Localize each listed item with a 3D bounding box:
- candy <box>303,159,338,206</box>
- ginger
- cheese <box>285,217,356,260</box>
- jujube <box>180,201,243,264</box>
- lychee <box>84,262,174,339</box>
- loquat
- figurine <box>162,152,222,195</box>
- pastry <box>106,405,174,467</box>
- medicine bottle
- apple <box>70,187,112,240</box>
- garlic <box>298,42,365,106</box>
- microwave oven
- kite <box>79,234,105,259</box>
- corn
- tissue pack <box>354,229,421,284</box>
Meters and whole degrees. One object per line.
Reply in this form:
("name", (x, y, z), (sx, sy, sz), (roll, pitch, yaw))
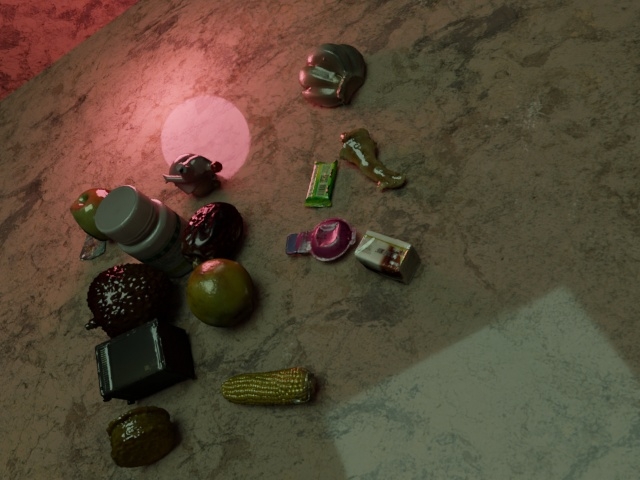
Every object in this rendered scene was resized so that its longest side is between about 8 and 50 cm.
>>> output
("candy", (0.003, -0.194, 1.763), (0.102, 0.032, 0.178), (-3, 63, 30))
("ginger", (0.169, -0.264, 1.694), (0.131, 0.086, 0.294), (-40, 60, -10))
("cheese", (0.000, 0.000, 1.635), (0.244, 0.062, 0.155), (-8, 59, 24))
("jujube", (-0.369, -0.026, 1.764), (0.183, 0.183, 0.243), (3, 44, 29))
("lychee", (-0.632, 0.207, 1.716), (0.304, 0.275, 0.276), (-36, 50, -19))
("loquat", (-0.326, 0.150, 1.624), (0.213, 0.213, 0.246), (-44, 74, -1))
("figurine", (-0.468, -0.241, 1.935), (0.176, 0.186, 0.287), (-51, 17, -19))
("pastry", (-0.516, 0.567, 1.498), (0.189, 0.188, 0.103), (-36, 51, 4))
("medicine bottle", (-0.578, -0.028, 1.774), (0.208, 0.339, 0.208), (-12, 59, 21))
("apple", (-0.866, -0.107, 2.061), (0.174, 0.188, 0.207), (0, 64, 26))
("garlic", (0.042, -0.620, 1.942), (0.292, 0.210, 0.237), (39, 118, 33))
("microwave oven", (-0.542, 0.383, 1.622), (0.248, 0.188, 0.178), (-24, 60, 8))
("kite", (-0.938, -0.029, 2.164), (0.141, 0.015, 0.245), (-13, 61, 19))
("corn", (-0.147, 0.415, 1.454), (0.293, 0.106, 0.106), (-13, 58, 26))
("tissue pack", (0.191, 0.048, 1.481), (0.149, 0.106, 0.099), (21, 73, 35))
